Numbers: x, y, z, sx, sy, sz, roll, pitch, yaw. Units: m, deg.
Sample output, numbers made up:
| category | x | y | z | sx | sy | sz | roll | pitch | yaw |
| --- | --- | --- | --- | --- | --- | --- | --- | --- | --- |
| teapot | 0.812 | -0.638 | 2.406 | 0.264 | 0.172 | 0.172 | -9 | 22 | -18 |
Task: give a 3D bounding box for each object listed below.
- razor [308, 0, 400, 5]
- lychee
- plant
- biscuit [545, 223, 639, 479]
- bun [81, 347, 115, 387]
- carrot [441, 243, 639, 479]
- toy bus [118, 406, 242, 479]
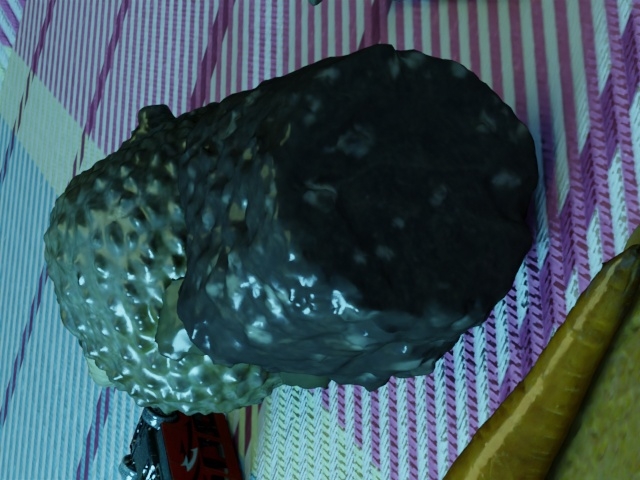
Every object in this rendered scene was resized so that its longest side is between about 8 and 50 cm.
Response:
| category | x | y | z | sx | sy | sz | roll | pitch | yaw |
| --- | --- | --- | --- | --- | --- | --- | --- | --- | --- |
| razor | 0.088 | -0.214 | 1.462 | 0.111 | 0.056 | 0.278 | -42 | 25 | -12 |
| lychee | -0.104 | 0.012 | 1.561 | 0.255 | 0.255 | 0.274 | -42 | 70 | 55 |
| plant | 0.000 | 0.000 | 1.323 | 0.312 | 0.215 | 0.213 | 149 | 128 | -65 |
| biscuit | 0.201 | 0.085 | 0.999 | 0.340 | 0.047 | 0.216 | 134 | 147 | -59 |
| bun | -0.178 | 0.038 | 1.839 | 0.220 | 0.134 | 0.220 | -3 | -90 | -89 |
| carrot | 0.121 | 0.104 | 1.071 | 0.257 | 0.061 | 0.061 | -66 | 24 | 21 |
| toy bus | -0.121 | 0.221 | 1.649 | 0.195 | 0.089 | 0.081 | -111 | 40 | -57 |
